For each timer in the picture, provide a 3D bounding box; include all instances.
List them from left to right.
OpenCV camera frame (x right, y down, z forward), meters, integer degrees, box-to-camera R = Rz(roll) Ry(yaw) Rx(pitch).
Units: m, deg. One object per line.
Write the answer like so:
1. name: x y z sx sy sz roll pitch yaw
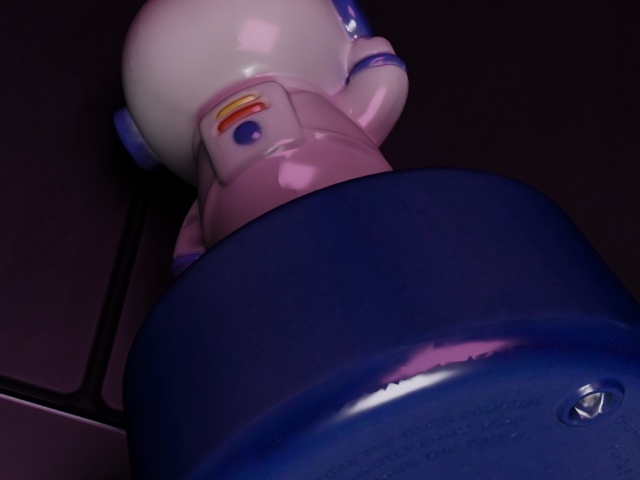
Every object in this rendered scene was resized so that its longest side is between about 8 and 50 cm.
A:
1. timer: 0.000 0.000 0.973 0.270 0.270 0.383 -4 49 -22
